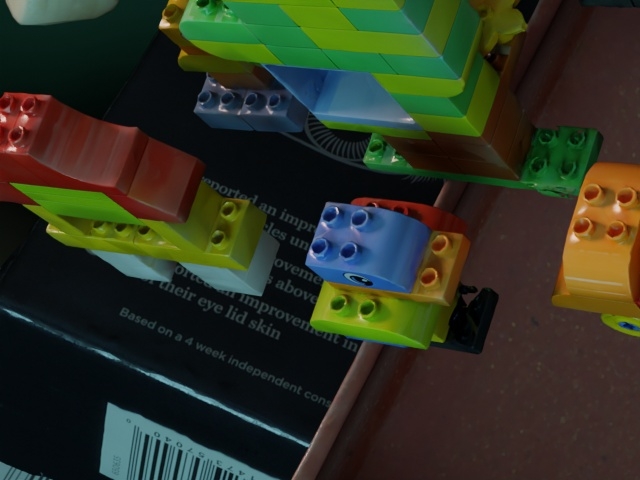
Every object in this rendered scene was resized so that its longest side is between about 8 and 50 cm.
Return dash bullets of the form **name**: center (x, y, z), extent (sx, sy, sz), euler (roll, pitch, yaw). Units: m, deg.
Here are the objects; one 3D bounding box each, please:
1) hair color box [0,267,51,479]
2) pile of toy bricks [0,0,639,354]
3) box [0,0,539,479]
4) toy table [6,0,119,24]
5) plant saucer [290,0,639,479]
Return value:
- **hair color box**: center (-0.173, 0.087, 0.725), extent (0.185, 0.110, 0.339), euler (39, 164, -27)
- **pile of toy bricks**: center (0.016, -0.042, 0.355), extent (0.212, 0.118, 0.105), euler (7, 160, 34)
- **box**: center (0.000, 0.000, 0.549), extent (0.153, 0.207, 0.108), euler (24, 146, 5)
- **toy table**: center (-0.078, -0.201, 0.368), extent (0.252, 0.274, 0.161), euler (1, 159, -20)
- **plant saucer**: center (0.142, 0.037, 0.449), extent (0.259, 0.258, 0.048), euler (30, 170, -12)
